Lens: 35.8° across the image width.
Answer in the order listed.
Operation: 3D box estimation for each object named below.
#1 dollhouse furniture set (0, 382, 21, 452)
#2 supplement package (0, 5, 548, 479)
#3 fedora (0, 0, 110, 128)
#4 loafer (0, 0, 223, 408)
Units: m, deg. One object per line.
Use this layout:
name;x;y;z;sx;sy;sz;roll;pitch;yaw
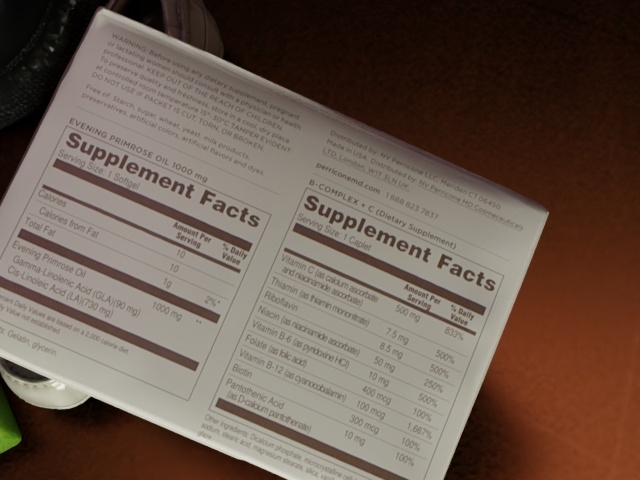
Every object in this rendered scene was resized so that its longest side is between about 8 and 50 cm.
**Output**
dollhouse furniture set;-0.358;0.025;0.656;0.151;0.197;0.301;-31;65;0
supplement package;-0.040;0.027;0.510;0.204;0.262;0.145;24;79;-3
fedora;-0.305;-0.239;0.751;0.334;0.334;0.152;-10;35;9
loafer;-0.153;-0.045;0.687;0.112;0.111;0.319;7;69;15
